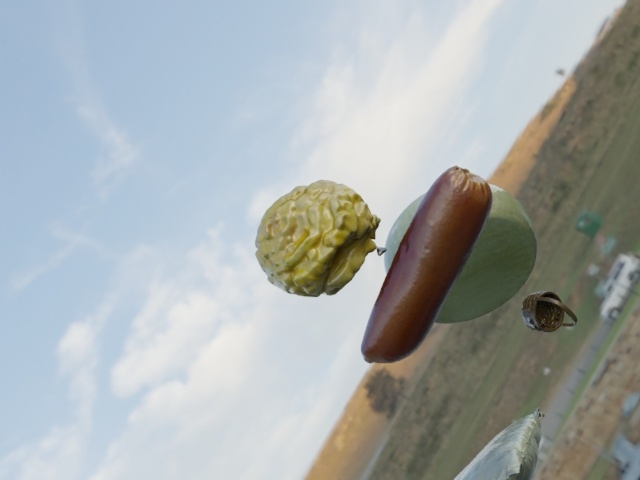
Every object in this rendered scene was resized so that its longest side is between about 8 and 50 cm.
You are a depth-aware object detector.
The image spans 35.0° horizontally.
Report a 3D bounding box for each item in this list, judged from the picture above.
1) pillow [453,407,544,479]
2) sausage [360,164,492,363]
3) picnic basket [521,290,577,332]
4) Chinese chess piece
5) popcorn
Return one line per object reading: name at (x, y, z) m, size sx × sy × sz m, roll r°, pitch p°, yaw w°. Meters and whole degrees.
pillow at (0.094, 0.235, 0.810) m, size 0.230 × 0.050 × 0.148 m, roll -48°, pitch -6°, yaw 16°
sausage at (0.130, 0.042, 1.274) m, size 0.089 × 0.083 × 0.300 m, roll -29°, pitch -35°, yaw -56°
picnic basket at (0.363, 0.113, 1.600) m, size 0.072 × 0.072 × 0.083 m, roll -54°, pitch 25°, yaw -22°
Chinese chess piece at (0.224, 0.020, 1.641) m, size 0.250 × 0.101 × 0.250 m, roll -11°, pitch -48°, yaw -12°
popcorn at (0.000, 0.000, 1.399) m, size 0.180 × 0.170 × 0.180 m, roll -58°, pitch 2°, yaw 3°
